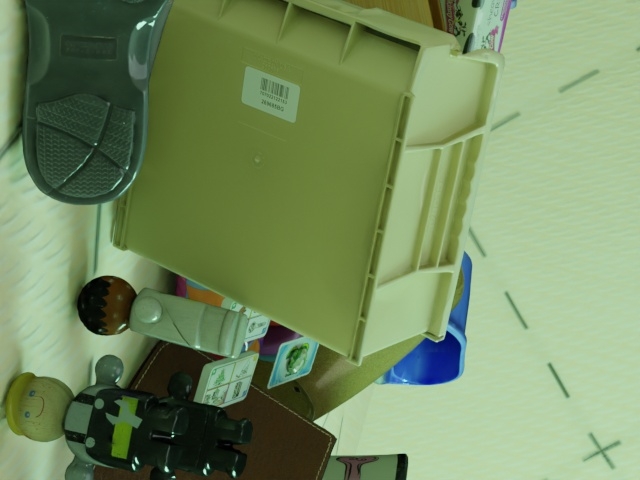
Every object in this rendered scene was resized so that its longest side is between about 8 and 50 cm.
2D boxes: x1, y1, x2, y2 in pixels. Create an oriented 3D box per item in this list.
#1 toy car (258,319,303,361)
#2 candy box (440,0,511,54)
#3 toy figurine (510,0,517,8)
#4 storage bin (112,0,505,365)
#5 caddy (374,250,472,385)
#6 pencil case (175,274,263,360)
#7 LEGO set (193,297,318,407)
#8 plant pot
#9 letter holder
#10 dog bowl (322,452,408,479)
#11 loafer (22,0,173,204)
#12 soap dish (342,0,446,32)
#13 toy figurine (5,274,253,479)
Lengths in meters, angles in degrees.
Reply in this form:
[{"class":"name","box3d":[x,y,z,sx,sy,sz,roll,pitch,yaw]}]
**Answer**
[{"class":"toy car","box3d":[-0.045,0.054,1.831,0.182,0.159,0.136,94,20,-52]},{"class":"candy box","box3d":[0.084,-0.258,1.858,0.071,0.233,0.159,-12,119,-53]},{"class":"toy figurine","box3d":[0.132,-0.321,2.133,0.362,0.217,0.191,-56,158,-67]},{"class":"storage bin","box3d":[-0.016,-0.073,1.397,0.123,0.262,0.260,-18,125,-51]},{"class":"caddy","box3d":[0.095,0.116,2.551,0.341,0.241,0.179,82,18,-67]},{"class":"pencil case","box3d":[-0.093,0.017,1.663,0.104,0.104,0.236,-66,168,-47]},{"class":"LEGO set","box3d":[-0.036,0.051,1.668,0.244,0.060,0.182,-15,127,-56]},{"class":"plant pot","box3d":[0.008,0.090,2.109,0.254,0.237,0.237,-51,158,-34]},{"class":"letter holder","box3d":[-0.150,0.270,1.641,0.152,0.214,0.302,-38,-156,47]},{"class":"dog bowl","box3d":[-0.024,0.411,1.904,0.408,0.150,0.408,14,90,-88]},{"class":"loafer","box3d":[-0.139,-0.169,1.137,0.095,0.109,0.302,-97,-161,-55]},{"class":"soap dish","box3d":[0.049,-0.269,1.704,0.229,0.118,0.291,11,68,-80]},{"class":"toy figurine","box3d":[-0.153,0.146,1.383,0.213,0.148,0.209,-63,159,-47]}]
